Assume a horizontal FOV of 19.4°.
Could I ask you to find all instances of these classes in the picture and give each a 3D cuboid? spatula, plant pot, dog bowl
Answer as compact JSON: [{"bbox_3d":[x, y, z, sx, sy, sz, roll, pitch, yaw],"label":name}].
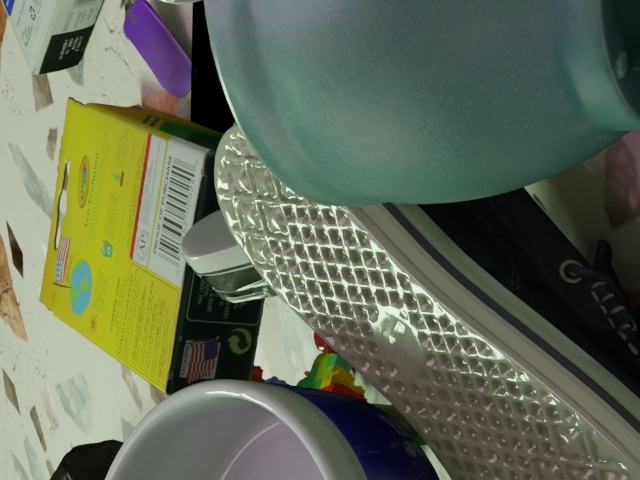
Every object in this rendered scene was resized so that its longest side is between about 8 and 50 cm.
[{"bbox_3d":[-0.185,-0.271,1.756,0.296,0.030,0.084,69,156,10],"label":"spatula"},{"bbox_3d":[0.103,-0.154,1.000,0.196,0.293,0.293,7,113,34],"label":"plant pot"},{"bbox_3d":[-0.036,0.225,1.224,0.265,0.104,0.265,-10,76,45],"label":"dog bowl"}]

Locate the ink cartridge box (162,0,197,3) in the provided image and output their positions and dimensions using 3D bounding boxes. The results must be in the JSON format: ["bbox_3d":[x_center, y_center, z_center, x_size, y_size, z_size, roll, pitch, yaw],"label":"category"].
[{"bbox_3d":[-0.094,-0.408,1.344,0.279,0.160,0.385,49,145,42],"label":"ink cartridge box"}]

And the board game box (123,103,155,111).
[{"bbox_3d":[-0.143,-0.042,1.782,0.193,0.045,0.147,23,124,59],"label":"board game box"}]

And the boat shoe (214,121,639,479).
[{"bbox_3d":[0.142,0.080,1.162,0.500,0.156,0.187,47,143,18],"label":"boat shoe"}]

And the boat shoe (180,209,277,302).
[{"bbox_3d":[0.000,0.000,1.393,0.219,0.078,0.070,-11,127,36],"label":"boat shoe"}]

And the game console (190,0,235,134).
[{"bbox_3d":[-0.011,-0.083,1.496,0.361,0.044,0.213,46,142,45],"label":"game console"}]

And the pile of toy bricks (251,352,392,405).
[{"bbox_3d":[0.002,0.128,1.534,0.212,0.118,0.105,-27,40,57],"label":"pile of toy bricks"}]

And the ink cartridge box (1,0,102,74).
[{"bbox_3d":[-0.324,-0.373,1.942,0.371,0.069,0.176,64,153,16],"label":"ink cartridge box"}]

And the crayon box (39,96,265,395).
[{"bbox_3d":[-0.144,-0.004,1.607,0.318,0.081,0.202,26,108,59],"label":"crayon box"}]

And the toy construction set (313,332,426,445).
[{"bbox_3d":[0.046,0.217,1.389,0.257,0.237,0.309,33,107,45],"label":"toy construction set"}]

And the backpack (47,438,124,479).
[{"bbox_3d":[-0.239,0.389,2.022,0.355,0.273,0.290,-35,73,40],"label":"backpack"}]
